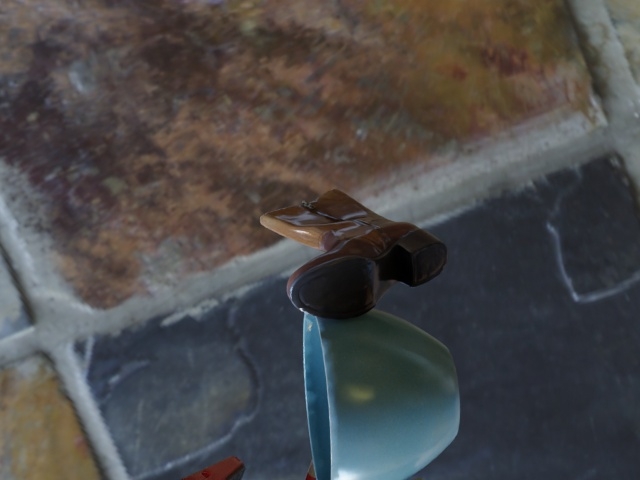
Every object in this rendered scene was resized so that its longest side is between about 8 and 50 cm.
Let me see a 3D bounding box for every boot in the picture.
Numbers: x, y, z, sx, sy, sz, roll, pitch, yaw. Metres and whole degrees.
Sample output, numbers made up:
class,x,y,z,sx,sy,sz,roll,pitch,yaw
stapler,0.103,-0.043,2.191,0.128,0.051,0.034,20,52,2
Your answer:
class,x,y,z,sx,sy,sz,roll,pitch,yaw
boot,0.000,0.000,1.765,0.264,0.280,0.096,-24,124,-29

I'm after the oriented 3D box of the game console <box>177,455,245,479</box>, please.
class,x,y,z,sx,sy,sz,roll,pitch,yaw
game console,-0.244,0.540,1.937,0.060,0.342,0.386,23,94,9

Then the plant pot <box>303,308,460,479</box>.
class,x,y,z,sx,sy,sz,roll,pitch,yaw
plant pot,0.089,0.224,1.750,0.196,0.290,0.290,-4,104,-7

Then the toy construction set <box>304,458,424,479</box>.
class,x,y,z,sx,sy,sz,roll,pitch,yaw
toy construction set,0.096,0.415,1.834,0.309,0.257,0.237,32,122,26
